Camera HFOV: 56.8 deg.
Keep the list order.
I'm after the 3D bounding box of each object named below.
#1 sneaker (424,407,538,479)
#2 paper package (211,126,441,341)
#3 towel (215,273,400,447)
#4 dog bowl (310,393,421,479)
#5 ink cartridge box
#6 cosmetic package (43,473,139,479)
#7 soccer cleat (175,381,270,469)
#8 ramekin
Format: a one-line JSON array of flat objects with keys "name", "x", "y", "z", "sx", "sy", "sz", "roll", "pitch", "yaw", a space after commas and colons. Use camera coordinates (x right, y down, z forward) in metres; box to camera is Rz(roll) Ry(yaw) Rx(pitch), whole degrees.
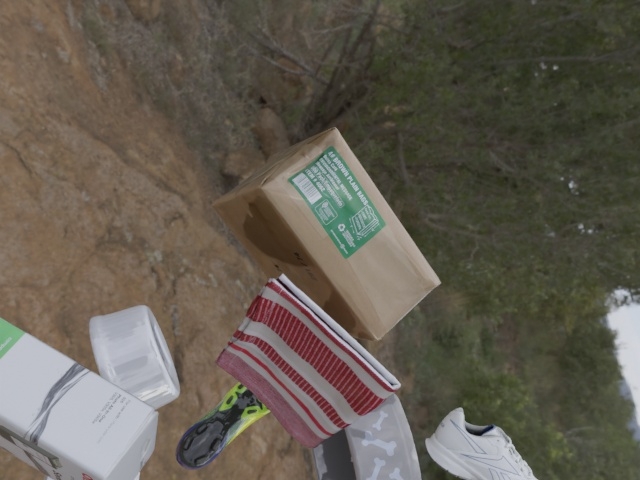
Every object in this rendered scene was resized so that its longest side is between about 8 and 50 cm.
[{"name": "sneaker", "x": 0.369, "y": 0.465, "z": 1.228, "sx": 0.129, "sy": 0.297, "sz": 0.111, "roll": -62, "pitch": 170, "yaw": 7}, {"name": "paper package", "x": 0.000, "y": 0.000, "z": 1.047, "sx": 0.168, "sy": 0.309, "sz": 0.325, "roll": -41, "pitch": 105, "yaw": -21}, {"name": "towel", "x": -0.039, "y": 0.206, "z": 0.927, "sx": 0.237, "sy": 0.329, "sz": 0.037, "roll": 42, "pitch": 52, "yaw": 5}, {"name": "dog bowl", "x": 0.066, "y": 0.399, "z": 1.089, "sx": 0.349, "sy": 0.102, "sz": 0.349, "roll": 172, "pitch": -90, "yaw": -73}, {"name": "ink cartridge box", "x": -0.403, "y": 0.265, "z": 0.892, "sx": 0.121, "sy": 0.289, "sz": 0.211, "roll": -57, "pitch": 173, "yaw": -38}, {"name": "cosmetic package", "x": -0.614, "y": 0.651, "z": 1.589, "sx": 0.239, "sy": 0.060, "sz": 0.099, "roll": 24, "pitch": 28, "yaw": -24}, {"name": "soccer cleat", "x": -0.194, "y": 0.383, "z": 1.295, "sx": 0.289, "sy": 0.121, "sz": 0.093, "roll": -36, "pitch": 84, "yaw": -29}, {"name": "ramekin", "x": -0.450, "y": 0.294, "z": 1.458, "sx": 0.277, "sy": 0.135, "sz": 0.277, "roll": 160, "pitch": -90, "yaw": -78}]
